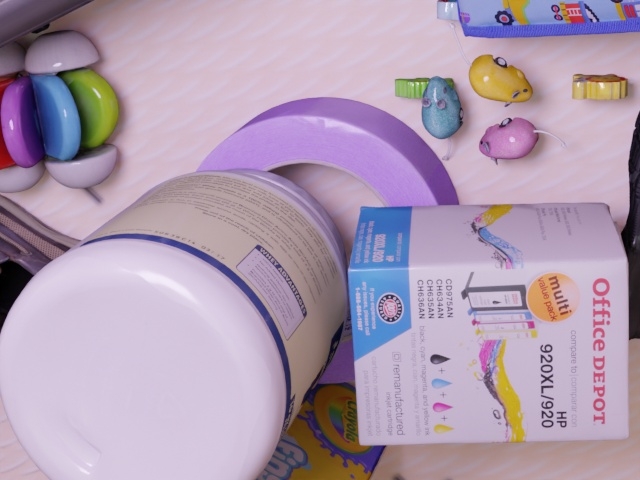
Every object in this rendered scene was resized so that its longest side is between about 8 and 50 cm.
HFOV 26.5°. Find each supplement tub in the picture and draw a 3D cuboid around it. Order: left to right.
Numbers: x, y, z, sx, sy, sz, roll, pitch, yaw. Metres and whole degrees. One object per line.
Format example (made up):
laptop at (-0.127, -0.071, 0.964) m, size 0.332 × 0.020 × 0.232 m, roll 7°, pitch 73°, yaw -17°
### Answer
supplement tub at (-0.108, 0.072, 1.182) m, size 0.235 × 0.325 × 0.235 m, roll 5°, pitch 108°, yaw 14°

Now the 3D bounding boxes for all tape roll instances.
tape roll at (0.000, 0.000, 1.355) m, size 0.275 × 0.090 × 0.274 m, roll 5°, pitch 109°, yaw 14°

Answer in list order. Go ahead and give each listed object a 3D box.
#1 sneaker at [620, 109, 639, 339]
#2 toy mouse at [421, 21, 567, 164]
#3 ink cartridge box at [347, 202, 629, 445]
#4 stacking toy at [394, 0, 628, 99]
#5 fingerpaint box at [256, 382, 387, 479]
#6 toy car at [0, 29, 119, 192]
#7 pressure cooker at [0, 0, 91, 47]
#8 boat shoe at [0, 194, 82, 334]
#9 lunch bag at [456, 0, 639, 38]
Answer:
sneaker at (0.344, -0.033, 1.256) m, size 0.130 × 0.109 × 0.286 m, roll 7°, pitch 119°, yaw 6°
toy mouse at (0.146, -0.109, 1.281) m, size 0.161 × 0.031 × 0.143 m, roll 33°, pitch 137°, yaw -9°
ink cartridge box at (0.150, 0.070, 1.206) m, size 0.233 × 0.168 × 0.171 m, roll -2°, pitch 108°, yaw 6°
stacking toy at (0.172, -0.213, 1.259) m, size 0.221 × 0.052 × 0.167 m, roll 1°, pitch 108°, yaw 15°
fingerpaint box at (-0.113, 0.358, 1.310) m, size 0.163 × 0.445 × 0.371 m, roll 30°, pitch 113°, yaw 5°
toy car at (-0.298, -0.122, 1.367) m, size 0.182 × 0.136 × 0.159 m, roll -2°, pitch 107°, yaw 16°
pressure cooker at (-0.324, -0.350, 1.172) m, size 0.420 × 0.375 × 0.370 m, roll -23°, pitch 103°, yaw 20°
boat shoe at (-0.351, 0.031, 1.434) m, size 0.355 × 0.130 × 0.132 m, roll 17°, pitch 111°, yaw 9°
lunch bag at (0.217, -0.287, 1.133) m, size 0.293 × 0.138 × 0.221 m, roll -1°, pitch 112°, yaw 24°
